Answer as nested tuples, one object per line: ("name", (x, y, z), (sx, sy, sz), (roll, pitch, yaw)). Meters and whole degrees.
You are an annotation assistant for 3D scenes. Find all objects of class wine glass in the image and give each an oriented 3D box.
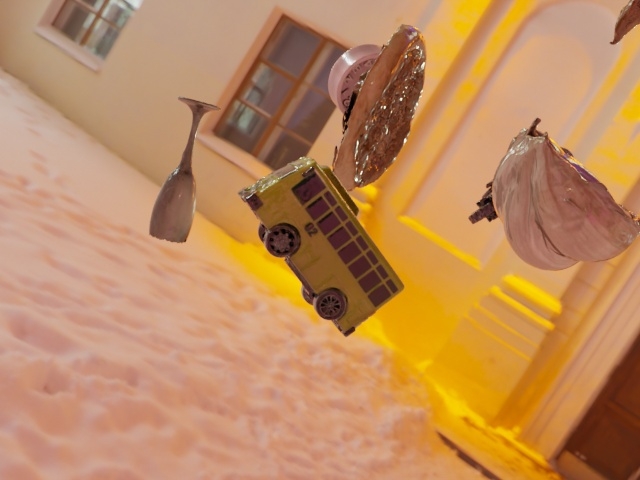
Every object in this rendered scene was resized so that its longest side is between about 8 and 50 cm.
("wine glass", (-0.302, -0.158, 1.807), (0.096, 0.309, 0.264), (14, 5, -5))

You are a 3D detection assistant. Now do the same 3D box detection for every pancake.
("pancake", (0.133, -0.270, 1.707), (0.071, 0.382, 0.382), (27, 3, 17))

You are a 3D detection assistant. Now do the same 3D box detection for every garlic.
("garlic", (0.286, -0.045, 0.992), (0.178, 0.143, 0.229), (39, 20, -15))

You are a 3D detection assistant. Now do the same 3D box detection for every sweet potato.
("sweet potato", (0.594, -0.432, 1.436), (0.060, 0.206, 0.068), (11, 55, -22))

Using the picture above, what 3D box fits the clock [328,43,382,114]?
("clock", (0.122, -0.407, 2.067), (0.197, 0.197, 0.068), (28, 20, -36))

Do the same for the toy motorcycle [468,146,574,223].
("toy motorcycle", (0.432, -0.120, 1.674), (0.159, 0.270, 0.106), (-32, 86, -43))

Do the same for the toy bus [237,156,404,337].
("toy bus", (0.000, 0.000, 1.207), (0.262, 0.150, 0.128), (54, -4, -14))
